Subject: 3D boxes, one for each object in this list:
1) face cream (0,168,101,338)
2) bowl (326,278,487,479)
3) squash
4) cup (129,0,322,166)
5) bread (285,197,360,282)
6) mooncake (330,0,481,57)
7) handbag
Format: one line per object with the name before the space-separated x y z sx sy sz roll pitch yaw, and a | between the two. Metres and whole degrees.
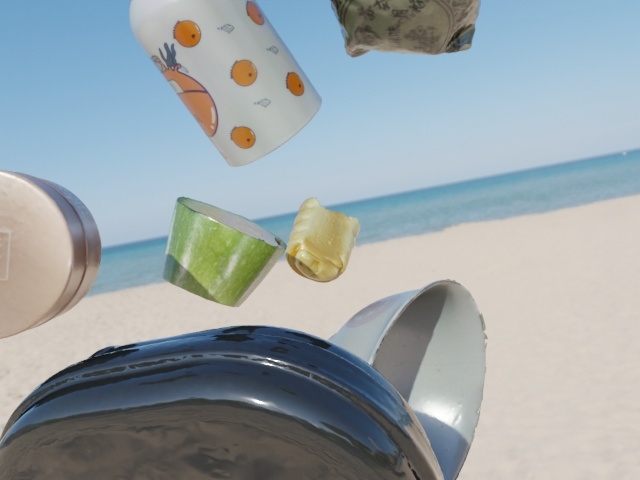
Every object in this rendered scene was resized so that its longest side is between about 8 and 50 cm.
face cream | -0.289 0.011 0.570 0.149 0.149 0.104 -11 2 -6
bowl | 0.083 0.209 0.845 0.157 0.346 0.345 9 15 39
squash | -0.140 0.018 0.859 0.170 0.123 0.170 23 -2 1
cup | -0.168 -0.318 1.075 0.212 0.317 0.212 -29 26 15
bread | 0.000 0.000 1.112 0.084 0.119 0.177 -48 15 45
mooncake | 0.140 -0.404 1.015 0.250 0.136 0.254 3 -20 16
handbag | -0.068 0.178 0.406 0.308 0.254 0.093 -12 18 18
